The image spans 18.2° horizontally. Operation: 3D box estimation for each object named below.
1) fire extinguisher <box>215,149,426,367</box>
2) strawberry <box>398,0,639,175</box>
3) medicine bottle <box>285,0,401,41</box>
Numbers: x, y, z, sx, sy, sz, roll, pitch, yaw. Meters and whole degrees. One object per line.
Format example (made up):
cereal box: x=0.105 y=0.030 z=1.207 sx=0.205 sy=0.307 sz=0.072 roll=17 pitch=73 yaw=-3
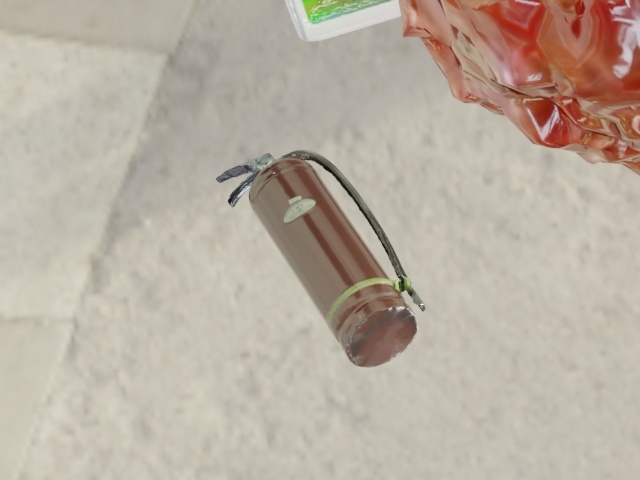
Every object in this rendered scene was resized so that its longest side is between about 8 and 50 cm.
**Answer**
fire extinguisher: x=0.000 y=0.000 z=1.090 sx=0.064 sy=0.158 sz=0.043 roll=-34 pitch=142 yaw=1
strawberry: x=0.168 y=-0.113 z=0.440 sx=0.312 sy=0.351 sz=0.267 roll=-38 pitch=119 yaw=-4
medicine bottle: x=0.070 y=-0.243 z=1.590 sx=0.219 sy=0.078 sz=0.115 roll=-17 pitch=105 yaw=6
